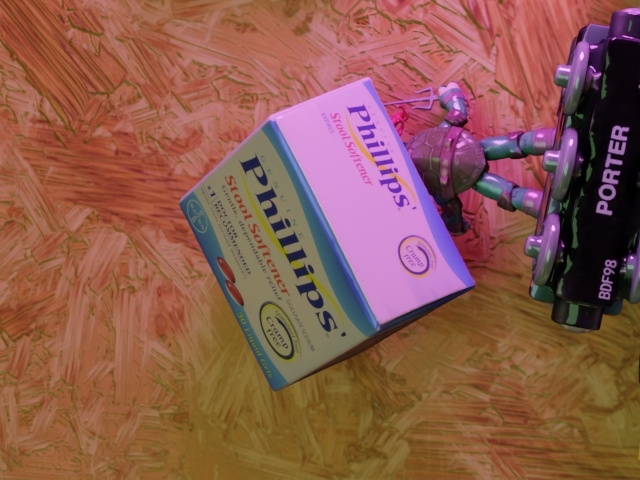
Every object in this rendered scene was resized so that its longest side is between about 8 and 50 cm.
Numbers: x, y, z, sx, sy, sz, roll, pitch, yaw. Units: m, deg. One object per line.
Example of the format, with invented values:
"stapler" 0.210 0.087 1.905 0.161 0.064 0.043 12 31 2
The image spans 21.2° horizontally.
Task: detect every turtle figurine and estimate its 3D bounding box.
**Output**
"turtle figurine" 0.159 -0.084 1.931 0.234 0.118 0.175 9 104 24

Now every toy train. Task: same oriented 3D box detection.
"toy train" 0.292 -0.072 1.775 0.142 0.190 0.334 10 94 2

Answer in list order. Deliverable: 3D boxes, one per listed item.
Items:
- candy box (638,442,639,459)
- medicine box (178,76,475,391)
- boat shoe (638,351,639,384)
"candy box" 0.410 0.153 1.871 0.105 0.027 0.206 12 105 31
"medicine box" 0.000 0.000 1.957 0.263 0.149 0.289 63 150 6
"boat shoe" 0.391 0.016 1.792 0.113 0.127 0.340 27 108 51
